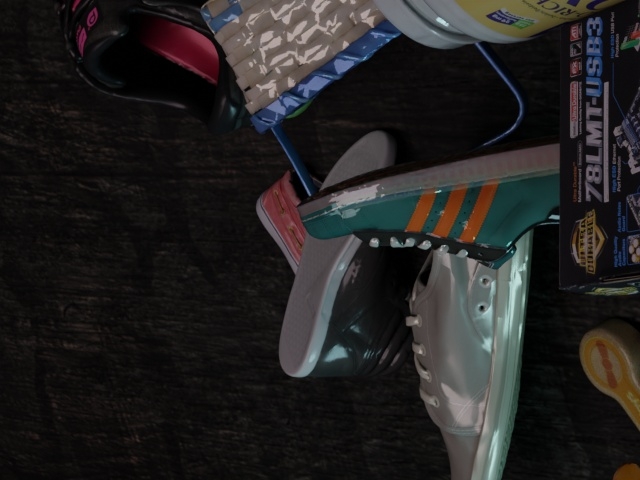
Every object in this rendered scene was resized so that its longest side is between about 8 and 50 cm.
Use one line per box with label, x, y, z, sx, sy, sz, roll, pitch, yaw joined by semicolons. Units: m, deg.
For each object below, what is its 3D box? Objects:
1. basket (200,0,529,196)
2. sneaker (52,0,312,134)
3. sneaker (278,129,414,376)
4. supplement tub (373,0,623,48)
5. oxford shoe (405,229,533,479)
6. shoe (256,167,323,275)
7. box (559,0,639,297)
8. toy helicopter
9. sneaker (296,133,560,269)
basket;0.042;-0.183;1.954;0.254;0.201;0.289;-31;91;22
sneaker;-0.221;-0.280;2.140;0.483;0.202;0.185;33;133;21
sneaker;0.063;0.024;2.175;0.104;0.147;0.296;33;108;58
supplement tub;0.207;-0.316;1.716;0.331;0.241;0.241;-19;103;46
oxford shoe;0.157;0.112;2.076;0.130;0.169;0.449;4;115;7
shoe;0.000;0.000;2.228;0.178;0.063;0.081;53;140;6
box;0.341;-0.108;1.728;0.293;0.073;0.296;-13;71;51
toy helicopter;0.390;0.240;2.024;0.355;0.140;0.235;54;147;16
sneaker;0.131;-0.022;1.889;0.302;0.108;0.121;-10;98;6
